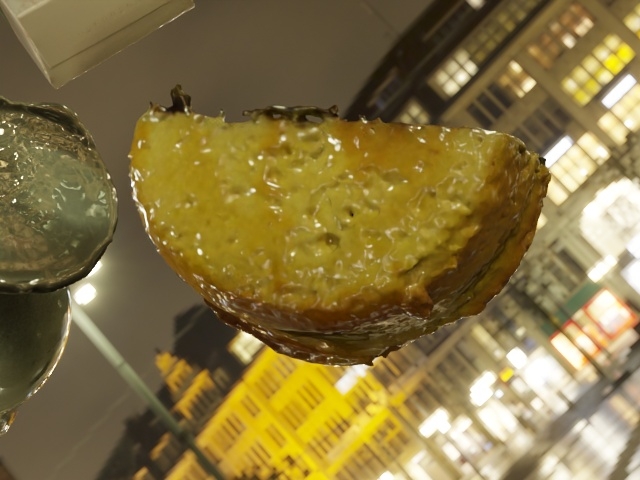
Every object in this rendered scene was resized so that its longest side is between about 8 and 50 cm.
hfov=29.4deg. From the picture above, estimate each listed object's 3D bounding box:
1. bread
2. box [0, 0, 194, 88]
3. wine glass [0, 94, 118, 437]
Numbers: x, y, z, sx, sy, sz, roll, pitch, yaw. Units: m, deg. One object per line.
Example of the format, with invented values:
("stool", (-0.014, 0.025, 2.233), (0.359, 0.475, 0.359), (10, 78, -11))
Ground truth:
("bread", (0.005, 0.001, 0.764), (0.160, 0.261, 0.147), (42, -124, -73))
("box", (-0.210, -0.229, 1.008), (0.135, 0.199, 0.081), (-33, -40, -10))
("wine glass", (-0.172, 0.030, 0.605), (0.103, 0.103, 0.222), (-34, -12, -37))
